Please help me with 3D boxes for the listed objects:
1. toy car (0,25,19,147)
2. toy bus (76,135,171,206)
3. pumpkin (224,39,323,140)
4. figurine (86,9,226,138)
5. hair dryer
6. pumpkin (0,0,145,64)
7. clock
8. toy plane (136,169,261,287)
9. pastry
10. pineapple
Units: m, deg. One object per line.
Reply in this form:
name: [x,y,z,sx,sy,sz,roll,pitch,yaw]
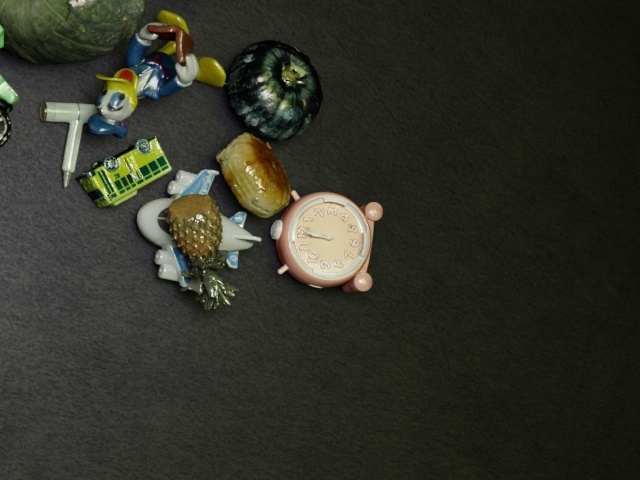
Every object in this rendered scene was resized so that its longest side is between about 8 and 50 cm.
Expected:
toy car: [-0.681,-0.232,1.603,0.359,0.213,0.176,-37,125,-8]
toy bus: [-0.410,-0.142,1.884,0.175,0.088,0.101,-34,106,-30]
pumpkin: [-0.104,-0.340,2.033,0.233,0.163,0.233,16,62,-31]
figurine: [-0.336,-0.321,1.825,0.204,0.283,0.338,45,62,-12]
hair dryer: [-0.499,-0.194,1.869,0.155,0.044,0.183,-2,92,-30]
pumpkin: [-0.498,-0.485,1.713,0.257,0.328,0.291,-22,100,-69]
clock: [0.000,0.000,2.096,0.241,0.142,0.227,12,79,-20]
toy plane: [-0.266,-0.024,1.942,0.267,0.123,0.266,3,83,-28]
pastry: [-0.140,-0.146,2.002,0.192,0.093,0.182,57,19,-4]
pineapple: [-0.242,0.032,1.849,0.125,0.125,0.251,-30,123,-29]
